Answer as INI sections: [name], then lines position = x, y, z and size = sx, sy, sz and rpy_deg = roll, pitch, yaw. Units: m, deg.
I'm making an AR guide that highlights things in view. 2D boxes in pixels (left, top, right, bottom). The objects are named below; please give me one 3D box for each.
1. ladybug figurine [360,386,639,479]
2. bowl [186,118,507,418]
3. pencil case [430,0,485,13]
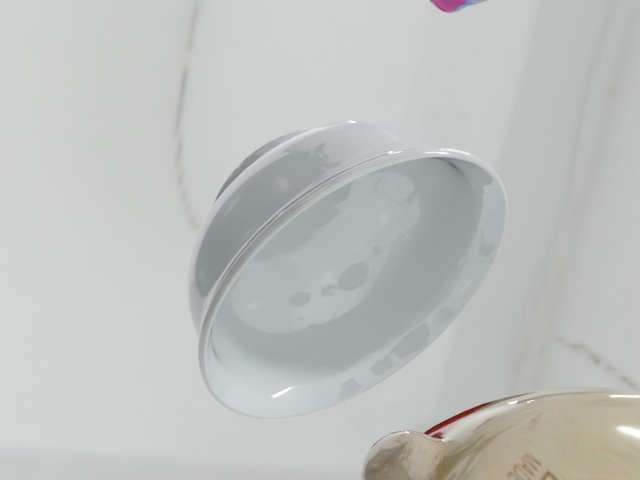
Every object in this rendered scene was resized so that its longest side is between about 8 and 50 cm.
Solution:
[ladybug figurine]
position = 0.142, 0.248, 0.887
size = 0.305, 0.449, 0.162
rpy_deg = -43, -154, -20
[bowl]
position = 0.000, 0.000, 1.495
size = 0.134, 0.298, 0.298
rpy_deg = 52, -48, 33
[pencil case]
position = 0.185, -0.215, 1.268
size = 0.236, 0.104, 0.104
rpy_deg = 2, -96, 31
